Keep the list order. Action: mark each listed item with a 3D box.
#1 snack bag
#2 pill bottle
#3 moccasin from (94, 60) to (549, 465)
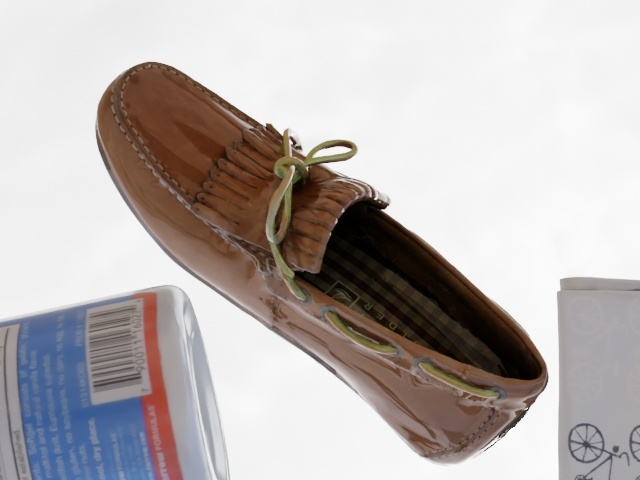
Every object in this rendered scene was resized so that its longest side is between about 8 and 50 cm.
[{"bbox_3d":[0.363,0.192,1.292,0.343,0.323,0.037,1,172,-1],"label":"snack bag"},{"bbox_3d":[-0.158,0.100,0.712,0.222,0.124,0.124,-12,-153,1],"label":"pill bottle"},{"bbox_3d":[-0.002,0.002,1.122,0.139,0.380,0.147,-37,167,-40],"label":"moccasin"}]
